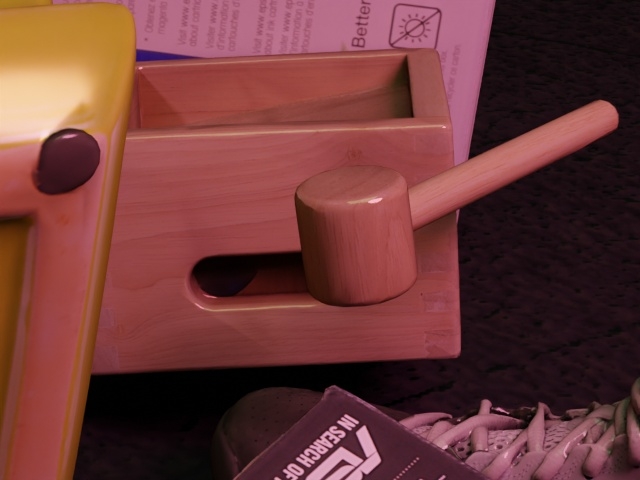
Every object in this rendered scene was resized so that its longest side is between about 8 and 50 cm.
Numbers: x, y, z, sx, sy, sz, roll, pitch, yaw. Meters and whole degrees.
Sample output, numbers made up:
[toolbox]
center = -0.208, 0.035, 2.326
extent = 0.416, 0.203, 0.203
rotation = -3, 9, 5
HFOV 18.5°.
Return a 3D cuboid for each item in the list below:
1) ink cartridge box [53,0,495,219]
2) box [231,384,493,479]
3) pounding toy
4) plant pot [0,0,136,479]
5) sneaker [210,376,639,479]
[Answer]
[ink cartridge box]
center = -0.118, -0.097, 0.766
extent = 0.371, 0.176, 0.069
rotation = 6, 28, -5
[box]
center = 0.001, 0.185, 0.290
extent = 0.242, 0.076, 0.307
rotation = 29, 50, 26
[pounding toy]
center = 0.009, 0.001, 0.660
extent = 0.181, 0.094, 0.206
rotation = -3, 17, 2
[plant pot]
center = -0.179, -0.005, 0.543
extent = 0.227, 0.228, 0.207
rotation = -11, 40, -33
[sneaker]
center = 0.079, 0.054, 0.588
extent = 0.228, 0.132, 0.086
rotation = 18, 30, 17
